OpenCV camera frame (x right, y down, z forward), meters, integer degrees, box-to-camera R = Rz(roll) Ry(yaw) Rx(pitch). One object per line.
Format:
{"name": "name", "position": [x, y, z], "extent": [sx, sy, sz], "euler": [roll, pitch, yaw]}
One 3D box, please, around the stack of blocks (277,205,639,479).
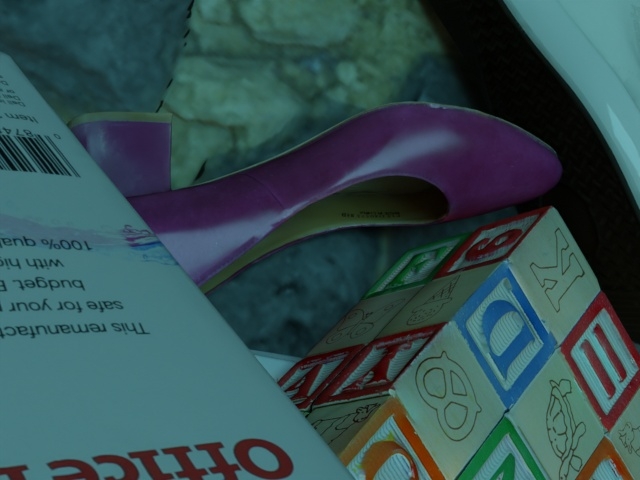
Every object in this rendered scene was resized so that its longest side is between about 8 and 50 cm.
{"name": "stack of blocks", "position": [0.096, 0.160, 0.528], "extent": [0.171, 0.087, 0.297], "euler": [-44, 107, -40]}

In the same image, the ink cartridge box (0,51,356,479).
{"name": "ink cartridge box", "position": [-0.147, 0.045, 0.409], "extent": [0.201, 0.117, 0.278], "euler": [1, 34, -42]}

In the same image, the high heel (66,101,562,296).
{"name": "high heel", "position": [0.000, 0.000, 0.597], "extent": [0.244, 0.082, 0.117], "euler": [2, 65, -16]}

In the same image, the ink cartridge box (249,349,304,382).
{"name": "ink cartridge box", "position": [-0.016, 0.203, 0.524], "extent": [0.186, 0.065, 0.311], "euler": [14, 66, -33]}

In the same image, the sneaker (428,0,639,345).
{"name": "sneaker", "position": [0.149, -0.092, 0.674], "extent": [0.123, 0.106, 0.290], "euler": [-20, 80, -22]}
